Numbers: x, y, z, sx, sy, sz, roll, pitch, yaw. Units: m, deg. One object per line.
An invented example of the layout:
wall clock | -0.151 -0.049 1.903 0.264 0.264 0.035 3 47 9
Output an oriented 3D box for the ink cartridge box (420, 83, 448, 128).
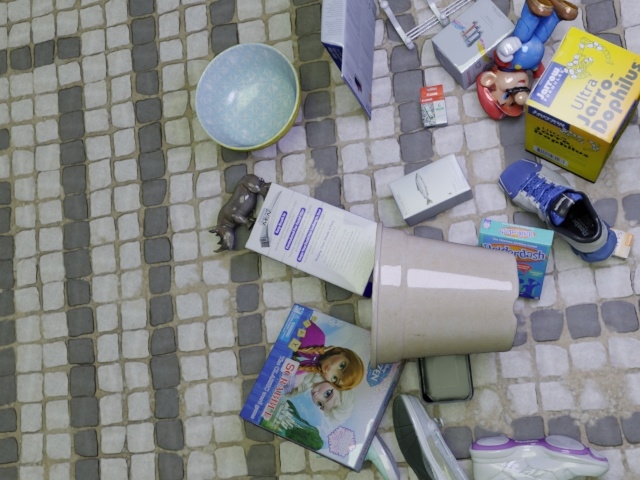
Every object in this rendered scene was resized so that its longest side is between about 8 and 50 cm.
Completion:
ink cartridge box | 0.292 -0.351 1.965 0.063 0.029 0.115 -8 79 14

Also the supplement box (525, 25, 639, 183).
supplement box | 0.591 -0.291 1.706 0.195 0.356 0.194 30 89 18

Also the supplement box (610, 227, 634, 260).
supplement box | 0.683 0.003 1.797 0.098 0.036 0.062 17 84 17

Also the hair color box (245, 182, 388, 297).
hair color box | 0.000 0.000 1.942 0.339 0.110 0.185 22 88 15

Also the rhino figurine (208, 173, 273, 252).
rhino figurine | -0.217 -0.069 2.028 0.106 0.073 0.243 34 92 14

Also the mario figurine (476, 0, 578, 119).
mario figurine | 0.495 -0.414 1.803 0.198 0.320 0.170 20 41 -3

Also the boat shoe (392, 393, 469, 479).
boat shoe | 0.271 0.506 1.790 0.103 0.118 0.320 -18 70 -27

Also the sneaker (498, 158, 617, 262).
sneaker | 0.550 -0.092 1.755 0.127 0.182 0.315 -46 61 7

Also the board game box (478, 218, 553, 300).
board game box | 0.446 0.047 1.766 0.160 0.210 0.047 11 52 17

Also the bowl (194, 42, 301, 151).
bowl | -0.174 -0.361 2.023 0.289 0.156 0.289 -2 80 14

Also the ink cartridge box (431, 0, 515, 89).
ink cartridge box | 0.388 -0.496 1.913 0.176 0.128 0.127 -38 73 7

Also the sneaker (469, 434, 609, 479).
sneaker | 0.499 0.528 1.733 0.305 0.114 0.152 -3 93 18

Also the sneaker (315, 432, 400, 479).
sneaker | 0.075 0.511 1.838 0.151 0.094 0.256 -38 64 0

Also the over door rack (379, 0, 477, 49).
over door rack | 0.244 -0.697 1.997 0.239 0.108 0.324 -32 74 7

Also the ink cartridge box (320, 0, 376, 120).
ink cartridge box | 0.072 -0.505 1.895 0.071 0.324 0.330 2 80 16

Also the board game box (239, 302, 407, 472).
board game box | 0.012 0.348 1.841 0.318 0.066 0.318 18 70 23

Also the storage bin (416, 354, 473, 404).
storage bin | 0.297 0.300 1.824 0.122 0.084 0.180 -8 78 14

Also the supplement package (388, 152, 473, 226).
supplement package | 0.276 -0.124 1.890 0.179 0.105 0.105 -25 76 10

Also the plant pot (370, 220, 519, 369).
plant pot | 0.272 0.130 1.686 0.305 0.334 0.334 3 81 6
